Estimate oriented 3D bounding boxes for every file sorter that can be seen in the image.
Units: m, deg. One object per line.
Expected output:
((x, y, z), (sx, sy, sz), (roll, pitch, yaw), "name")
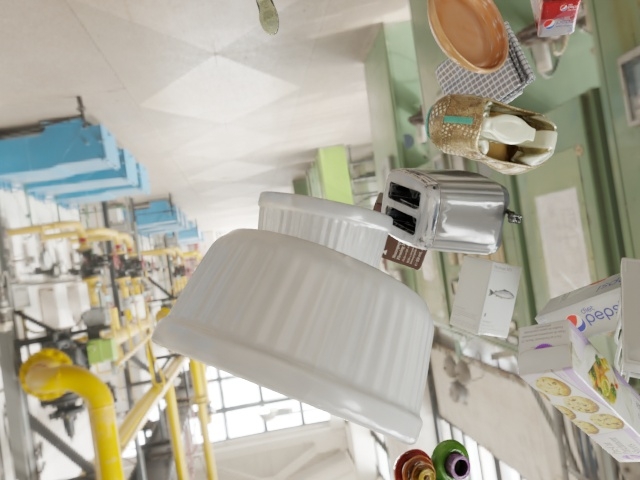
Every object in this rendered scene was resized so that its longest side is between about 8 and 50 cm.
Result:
((0.617, 0.187, 0.998), (0.192, 0.173, 0.278), (7, -142, 23), "file sorter")

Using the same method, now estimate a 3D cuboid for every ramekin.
((0.000, 0.000, 0.874), (0.207, 0.109, 0.207), (11, 179, 0), "ramekin")
((-0.015, 0.089, 0.565), (0.272, 0.127, 0.273), (20, 167, 5), "ramekin")

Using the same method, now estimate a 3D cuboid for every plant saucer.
((0.264, -0.392, 1.052), (0.199, 0.200, 0.037), (-8, 170, -37), "plant saucer")

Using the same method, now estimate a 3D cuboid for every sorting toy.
((0.129, 0.254, 0.622), (0.101, 0.061, 0.042), (-2, 175, -23), "sorting toy")

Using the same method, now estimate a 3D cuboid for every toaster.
((0.195, -0.048, 0.933), (0.146, 0.129, 0.227), (1, -165, -20), "toaster")

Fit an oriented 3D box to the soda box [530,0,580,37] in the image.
((0.558, -0.603, 1.395), (0.083, 0.264, 0.092), (0, 140, 11), "soda box")

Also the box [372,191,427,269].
((0.250, -0.032, 1.840), (0.203, 0.169, 0.167), (19, -162, 4), "box")

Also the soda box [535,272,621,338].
((0.632, 0.148, 1.295), (0.098, 0.091, 0.286), (-33, 176, -36), "soda box")

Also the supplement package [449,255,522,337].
((0.406, 0.137, 1.422), (0.105, 0.180, 0.105), (10, -178, -28), "supplement package")

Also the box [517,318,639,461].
((0.353, 0.202, 0.736), (0.067, 0.063, 0.324), (-17, 136, 39), "box")

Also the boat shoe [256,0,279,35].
((-0.134, -0.573, 1.442), (0.049, 0.137, 0.043), (-19, 173, 6), "boat shoe")

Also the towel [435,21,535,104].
((0.518, -0.528, 1.860), (0.121, 0.235, 0.283), (-9, 164, -37), "towel")

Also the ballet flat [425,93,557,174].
((0.193, -0.101, 0.578), (0.206, 0.073, 0.067), (-2, -168, -38), "ballet flat")
